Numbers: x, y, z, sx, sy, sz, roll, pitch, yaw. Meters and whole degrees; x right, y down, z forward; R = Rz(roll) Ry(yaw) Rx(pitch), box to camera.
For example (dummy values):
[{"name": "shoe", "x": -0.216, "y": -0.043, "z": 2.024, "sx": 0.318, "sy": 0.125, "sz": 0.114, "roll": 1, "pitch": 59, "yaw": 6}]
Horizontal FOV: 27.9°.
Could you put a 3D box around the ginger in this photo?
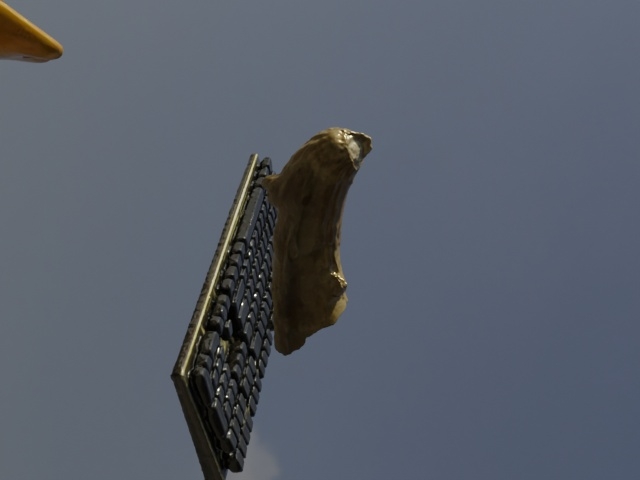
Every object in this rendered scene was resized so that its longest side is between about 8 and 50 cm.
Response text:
[{"name": "ginger", "x": -0.005, "y": -0.001, "z": 0.750, "sx": 0.057, "sy": 0.044, "sz": 0.137, "roll": 32, "pitch": -59, "yaw": 53}]

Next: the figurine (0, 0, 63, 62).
[{"name": "figurine", "x": -0.256, "y": 0.015, "z": 0.550, "sx": 0.187, "sy": 0.215, "sz": 0.343, "roll": 34, "pitch": -98, "yaw": 31}]

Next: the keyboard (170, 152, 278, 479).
[{"name": "keyboard", "x": -0.057, "y": 0.047, "z": 0.979, "sx": 0.317, "sy": 0.027, "sz": 0.106, "roll": -79, "pitch": 157, "yaw": -58}]
